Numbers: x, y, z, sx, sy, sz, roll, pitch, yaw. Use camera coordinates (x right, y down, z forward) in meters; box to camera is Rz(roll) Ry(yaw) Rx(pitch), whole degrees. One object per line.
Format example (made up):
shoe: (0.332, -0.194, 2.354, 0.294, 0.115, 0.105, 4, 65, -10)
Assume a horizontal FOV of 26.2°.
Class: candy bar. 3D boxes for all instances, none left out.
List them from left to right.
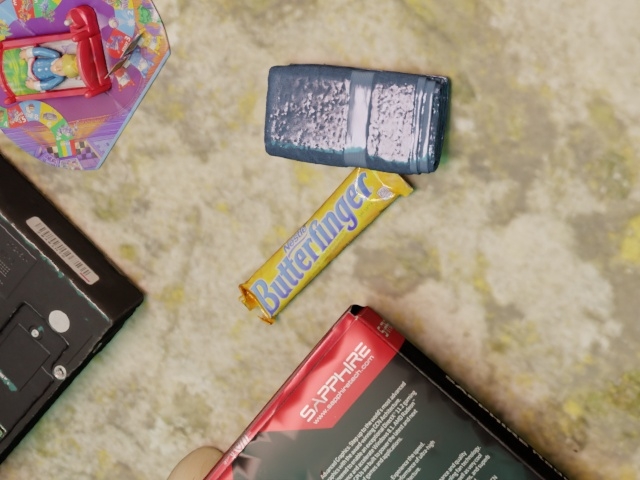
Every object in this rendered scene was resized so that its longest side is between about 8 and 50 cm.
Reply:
candy bar: (0.000, 0.000, 0.956, 0.040, 0.018, 0.161, 46, 117, 1)

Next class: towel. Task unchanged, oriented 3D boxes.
towel: (0.023, -0.081, 0.904, 0.119, 0.029, 0.067, 8, 93, 16)

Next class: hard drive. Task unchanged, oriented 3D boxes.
hard drive: (-0.320, 0.077, 1.084, 0.237, 0.064, 0.339, 43, 117, 2)

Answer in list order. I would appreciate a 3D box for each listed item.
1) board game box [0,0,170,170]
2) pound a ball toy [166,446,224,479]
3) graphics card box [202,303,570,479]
board game box: (-0.190, -0.128, 0.975, 0.133, 0.033, 0.168, 39, 117, 4)
pound a ball toy: (-0.108, 0.345, 1.058, 0.208, 0.136, 0.319, -23, 100, 27)
graphics card box: (0.091, 0.247, 0.927, 0.371, 0.094, 0.233, 40, 94, 5)
